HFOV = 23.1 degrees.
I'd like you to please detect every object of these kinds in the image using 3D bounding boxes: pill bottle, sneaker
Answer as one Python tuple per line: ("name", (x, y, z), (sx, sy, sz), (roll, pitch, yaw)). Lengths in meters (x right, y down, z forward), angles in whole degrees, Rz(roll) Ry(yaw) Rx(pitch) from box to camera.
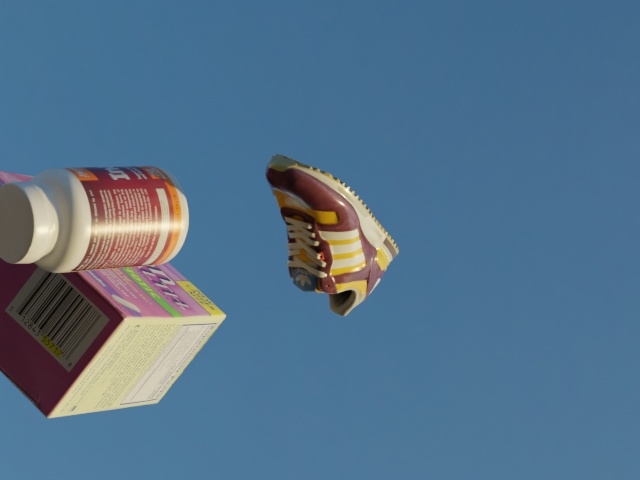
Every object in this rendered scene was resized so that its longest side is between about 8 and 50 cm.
("pill bottle", (-0.190, -0.018, 1.282), (0.086, 0.152, 0.086), (4, -84, 44))
("sneaker", (0.000, 0.000, 1.324), (0.069, 0.084, 0.185), (24, -13, 41))

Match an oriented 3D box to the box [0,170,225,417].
("box", (-0.238, 0.047, 1.467), (0.213, 0.243, 0.117), (41, -81, 15))
